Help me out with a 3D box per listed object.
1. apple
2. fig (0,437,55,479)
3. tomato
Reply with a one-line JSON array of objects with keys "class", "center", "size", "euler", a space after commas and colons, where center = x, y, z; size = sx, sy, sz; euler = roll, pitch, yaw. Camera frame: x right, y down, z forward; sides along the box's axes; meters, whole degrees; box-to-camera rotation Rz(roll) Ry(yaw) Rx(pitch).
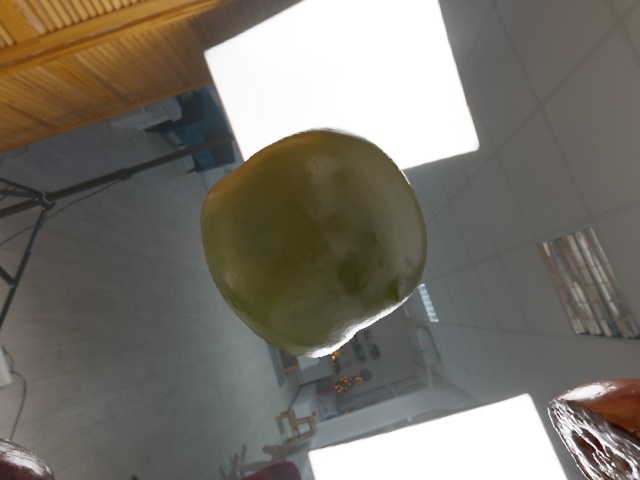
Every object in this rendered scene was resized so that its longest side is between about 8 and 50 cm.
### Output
[{"class": "apple", "center": [0.017, -0.012, 0.552], "size": [0.258, 0.233, 0.295], "euler": [54, 20, 7]}, {"class": "fig", "center": [-0.503, 0.391, 0.594], "size": [0.263, 0.224, 0.224], "euler": [54, 7, -22]}, {"class": "tomato", "center": [0.480, 0.303, 0.544], "size": [0.338, 0.143, 0.338], "euler": [52, -10, 14]}]
